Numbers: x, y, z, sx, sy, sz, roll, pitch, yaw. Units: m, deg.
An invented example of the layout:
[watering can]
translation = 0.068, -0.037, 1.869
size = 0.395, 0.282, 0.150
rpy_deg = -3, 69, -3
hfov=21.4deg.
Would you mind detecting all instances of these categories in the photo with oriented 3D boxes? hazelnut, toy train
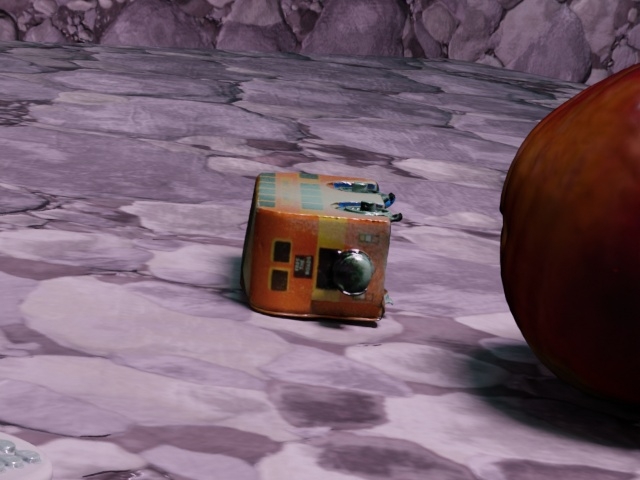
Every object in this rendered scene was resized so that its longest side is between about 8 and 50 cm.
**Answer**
[hazelnut]
translation = 0.201, -0.009, 0.926
size = 0.229, 0.229, 0.229
rpy_deg = 8, 11, -1
[toy train]
translation = 0.000, 0.000, 1.101
size = 0.099, 0.072, 0.188
rpy_deg = 8, 11, -2

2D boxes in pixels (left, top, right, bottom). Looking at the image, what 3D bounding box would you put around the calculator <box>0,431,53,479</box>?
[calculator]
translation = -0.170, 0.090, 0.646
size = 0.095, 0.021, 0.153
rpy_deg = 16, 13, 35
